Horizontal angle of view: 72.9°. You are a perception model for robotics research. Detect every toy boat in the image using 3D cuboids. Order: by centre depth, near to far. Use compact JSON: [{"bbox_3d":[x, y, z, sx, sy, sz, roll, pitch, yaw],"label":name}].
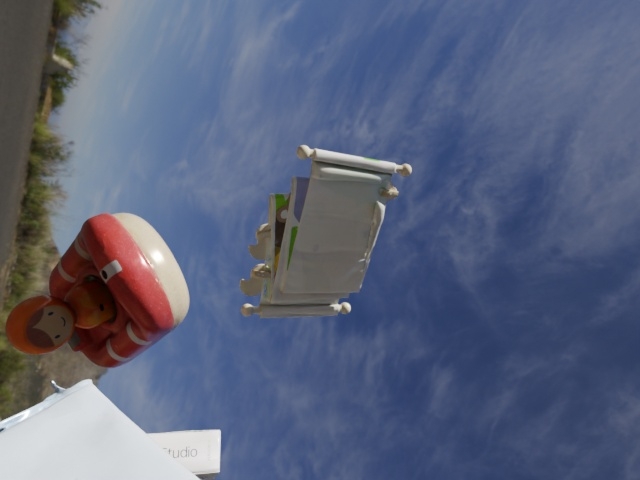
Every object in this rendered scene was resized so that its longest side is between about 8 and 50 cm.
[{"bbox_3d":[-0.257,0.071,0.475,0.231,0.151,0.150,-35,-93,37],"label":"toy boat"}]

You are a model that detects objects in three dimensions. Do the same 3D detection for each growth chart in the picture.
[{"bbox_3d":[0.000,0.000,0.533,0.237,0.172,0.021,-70,-155,18],"label":"growth chart"}]

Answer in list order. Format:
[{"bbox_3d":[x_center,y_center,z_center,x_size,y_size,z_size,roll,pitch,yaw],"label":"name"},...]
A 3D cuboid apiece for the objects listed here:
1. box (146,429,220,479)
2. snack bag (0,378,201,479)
[{"bbox_3d":[-0.285,0.349,0.600,0.321,0.233,0.058,117,-29,-41],"label":"box"},{"bbox_3d":[-0.112,0.213,0.127,0.343,0.323,0.037,27,-66,20],"label":"snack bag"}]
